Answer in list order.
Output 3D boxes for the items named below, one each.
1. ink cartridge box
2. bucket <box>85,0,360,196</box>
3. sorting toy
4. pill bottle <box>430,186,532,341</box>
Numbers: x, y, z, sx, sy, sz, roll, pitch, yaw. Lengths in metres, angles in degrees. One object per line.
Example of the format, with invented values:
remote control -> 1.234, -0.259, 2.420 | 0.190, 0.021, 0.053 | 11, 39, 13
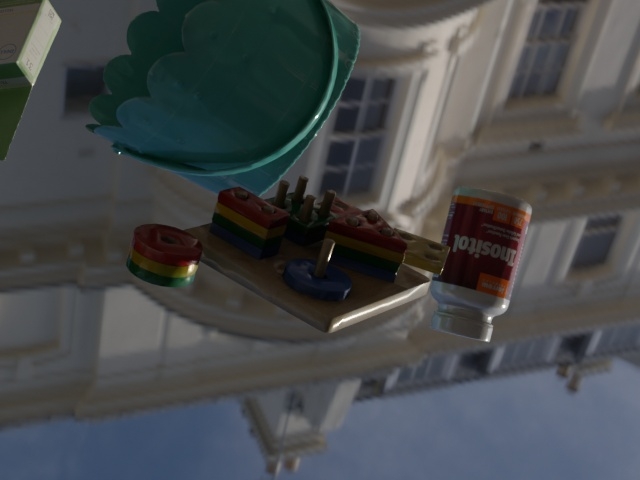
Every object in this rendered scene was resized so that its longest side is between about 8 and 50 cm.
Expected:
ink cartridge box -> -0.442, -0.202, 1.777 | 0.171, 0.056, 0.235 | -3, -129, 23
bucket -> -0.100, -0.184, 1.498 | 0.183, 0.281, 0.281 | 32, -144, -20
sorting toy -> 0.000, 0.000, 0.977 | 0.132, 0.046, 0.274 | 29, -156, 27
pill bottle -> 0.164, 0.026, 1.472 | 0.086, 0.152, 0.086 | 14, 177, 1
